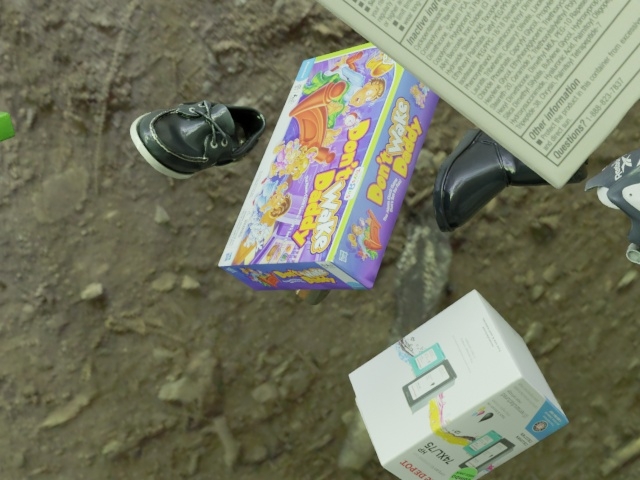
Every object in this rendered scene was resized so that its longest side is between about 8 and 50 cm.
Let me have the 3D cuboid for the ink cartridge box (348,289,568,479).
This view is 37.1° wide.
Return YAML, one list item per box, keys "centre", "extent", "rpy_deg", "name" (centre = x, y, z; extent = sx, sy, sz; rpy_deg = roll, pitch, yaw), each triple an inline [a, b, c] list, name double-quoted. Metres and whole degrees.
- centre: [0.227, 0.265, 1.598]
  extent: [0.270, 0.197, 0.198]
  rpy_deg: [-36, 133, 14]
  name: "ink cartridge box"

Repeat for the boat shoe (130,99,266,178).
- centre: [-0.183, -0.179, 1.567]
  extent: [0.113, 0.127, 0.340]
  rpy_deg: [-33, 169, 21]
  name: "boat shoe"

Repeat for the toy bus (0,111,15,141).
- centre: [-0.418, -0.172, 0.969]
  extent: [0.104, 0.191, 0.202]
  rpy_deg: [-33, 138, -41]
  name: "toy bus"

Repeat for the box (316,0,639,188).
- centre: [0.066, -0.191, 0.531]
  extent: [0.148, 0.311, 0.121]
  rpy_deg: [-54, 174, 39]
  name: "box"

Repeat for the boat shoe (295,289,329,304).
- centre: [0.000, 0.000, 1.765]
  extent: [0.119, 0.324, 0.123]
  rpy_deg: [27, 122, 0]
  name: "boat shoe"

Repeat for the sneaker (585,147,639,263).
- centre: [0.286, -0.079, 0.764]
  extent: [0.094, 0.153, 0.235]
  rpy_deg: [-48, 131, -54]
  name: "sneaker"

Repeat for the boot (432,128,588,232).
- centre: [0.306, -0.108, 1.500]
  extent: [0.246, 0.207, 0.094]
  rpy_deg: [-55, 133, -43]
  name: "boot"

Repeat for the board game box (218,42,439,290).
- centre: [0.019, -0.103, 1.289]
  extent: [0.078, 0.233, 0.347]
  rpy_deg: [36, 64, -35]
  name: "board game box"
